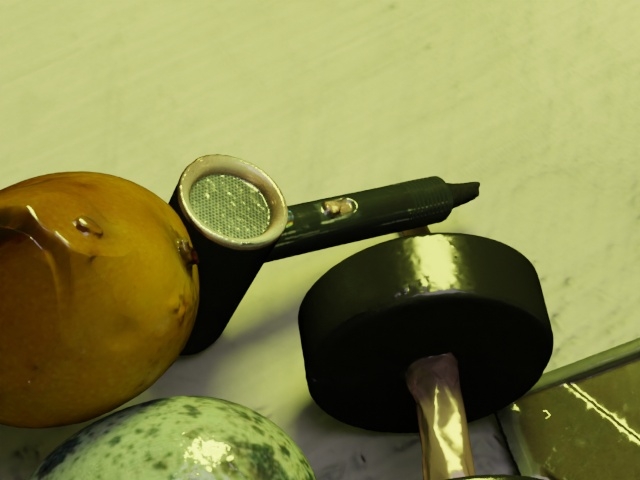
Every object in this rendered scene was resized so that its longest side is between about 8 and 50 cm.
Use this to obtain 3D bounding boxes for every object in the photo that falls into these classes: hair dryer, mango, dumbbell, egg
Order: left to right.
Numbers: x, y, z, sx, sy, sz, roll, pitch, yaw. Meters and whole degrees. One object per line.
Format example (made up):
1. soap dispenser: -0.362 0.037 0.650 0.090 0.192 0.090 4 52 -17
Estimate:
1. mango: -0.173 0.036 0.976 0.236 0.136 0.166 -10 10 27
2. egg: -0.085 0.152 0.943 0.172 0.132 0.132 -4 53 1
3. hair dryer: 0.000 0.000 1.103 0.255 0.128 0.070 -10 58 -35
4. dumbbell: 0.073 0.121 0.985 0.153 0.152 0.218 0 54 -11

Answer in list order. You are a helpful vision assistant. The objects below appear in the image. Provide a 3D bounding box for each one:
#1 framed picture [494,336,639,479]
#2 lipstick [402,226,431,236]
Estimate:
1. framed picture: 0.237 0.173 1.009 0.209 0.019 0.281 -20 57 5
2. lipstick: 0.075 0.018 1.146 0.019 0.019 0.094 -12 56 -19
